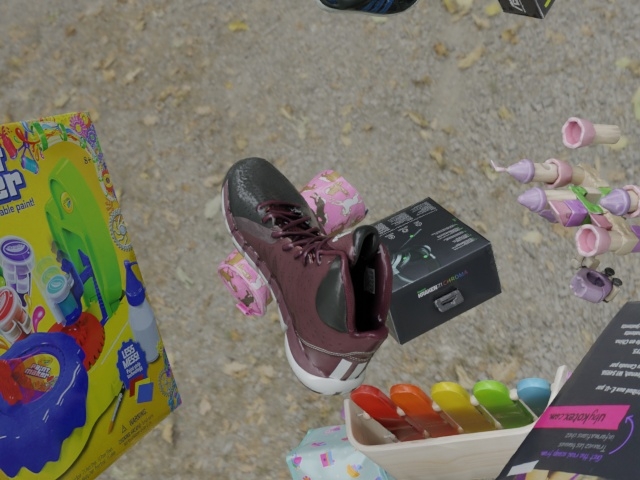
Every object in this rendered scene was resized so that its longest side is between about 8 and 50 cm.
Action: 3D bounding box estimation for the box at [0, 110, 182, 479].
[{"bbox_3d":[-0.285,0.068,0.656,0.177,0.290,0.279,-13,100,22],"label":"box"}]

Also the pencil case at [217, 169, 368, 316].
[{"bbox_3d":[-0.065,0.004,2.001,0.386,0.167,0.160,-42,14,-25],"label":"pencil case"}]

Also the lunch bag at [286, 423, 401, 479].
[{"bbox_3d":[0.087,0.508,1.730,0.223,0.160,0.262,-15,100,28],"label":"lunch bag"}]

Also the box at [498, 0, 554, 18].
[{"bbox_3d":[0.251,-0.415,0.926,0.060,0.216,0.270,26,81,39],"label":"box"}]

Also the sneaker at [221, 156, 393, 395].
[{"bbox_3d":[0.000,0.000,0.860,0.106,0.162,0.281,-13,65,-33],"label":"sneaker"}]

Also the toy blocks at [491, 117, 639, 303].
[{"bbox_3d":[0.518,-0.060,1.802,0.260,0.309,0.289,-2,45,-26],"label":"toy blocks"}]

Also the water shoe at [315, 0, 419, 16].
[{"bbox_3d":[0.093,-0.430,1.484,0.203,0.080,0.073,-11,85,-17],"label":"water shoe"}]

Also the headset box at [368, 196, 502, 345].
[{"bbox_3d":[0.200,0.058,1.773,0.246,0.131,0.283,-26,31,-12],"label":"headset box"}]

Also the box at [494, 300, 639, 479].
[{"bbox_3d":[0.169,0.176,0.408,0.165,0.143,0.270,43,76,-9],"label":"box"}]

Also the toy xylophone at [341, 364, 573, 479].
[{"bbox_3d":[0.190,0.250,1.073,0.322,0.236,0.081,-9,50,25],"label":"toy xylophone"}]
